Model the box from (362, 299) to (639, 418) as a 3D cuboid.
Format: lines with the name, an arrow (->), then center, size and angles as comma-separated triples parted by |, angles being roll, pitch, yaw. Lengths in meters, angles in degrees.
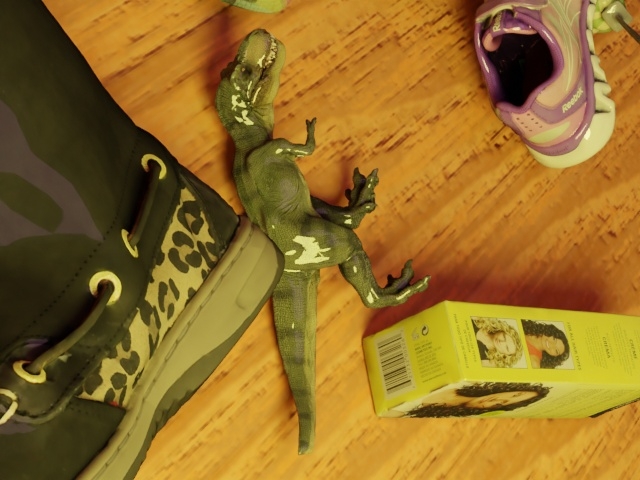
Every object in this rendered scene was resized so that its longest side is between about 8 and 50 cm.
box -> 0.143, 0.086, 0.974 | 0.232, 0.087, 0.058 | 5, 65, -40

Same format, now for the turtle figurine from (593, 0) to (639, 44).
turtle figurine -> 0.312, -0.269, 1.225 | 0.266, 0.275, 0.197 | -9, 111, -49

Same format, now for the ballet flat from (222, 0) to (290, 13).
ballet flat -> -0.087, -0.221, 0.907 | 0.221, 0.079, 0.076 | 30, 52, -30

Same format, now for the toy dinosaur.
toy dinosaur -> 0.000, 0.000, 0.902 | 0.118, 0.064, 0.268 | -3, 75, -37

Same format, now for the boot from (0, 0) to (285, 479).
boot -> -0.191, 0.005, 0.660 | 0.284, 0.138, 0.377 | 54, 41, -11

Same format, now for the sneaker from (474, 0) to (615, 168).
sneaker -> 0.161, -0.177, 1.099 | 0.105, 0.095, 0.236 | 13, 62, -48
